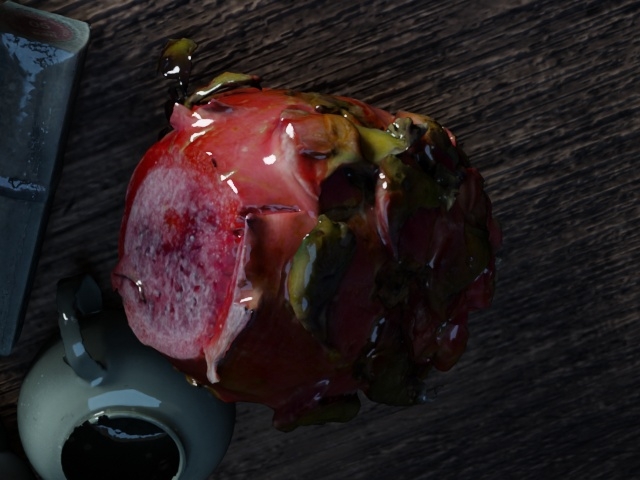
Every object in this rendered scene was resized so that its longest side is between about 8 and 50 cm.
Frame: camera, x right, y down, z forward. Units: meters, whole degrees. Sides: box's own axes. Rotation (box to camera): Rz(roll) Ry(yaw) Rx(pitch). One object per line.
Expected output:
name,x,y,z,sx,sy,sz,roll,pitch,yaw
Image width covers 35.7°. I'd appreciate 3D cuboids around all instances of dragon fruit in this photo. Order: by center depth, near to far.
dragon fruit,0.000,0.000,0.762,0.291,0.269,0.250,-7,117,-42

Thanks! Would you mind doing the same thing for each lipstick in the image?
lipstick,-0.251,-0.039,0.799,0.076,0.077,0.289,13,117,-13

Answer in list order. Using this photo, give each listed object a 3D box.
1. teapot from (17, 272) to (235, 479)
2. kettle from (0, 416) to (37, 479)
teapot,-0.172,0.158,0.887,0.193,0.129,0.294,-16,120,2
kettle,-0.396,0.236,0.877,0.290,0.207,0.268,-21,84,7
